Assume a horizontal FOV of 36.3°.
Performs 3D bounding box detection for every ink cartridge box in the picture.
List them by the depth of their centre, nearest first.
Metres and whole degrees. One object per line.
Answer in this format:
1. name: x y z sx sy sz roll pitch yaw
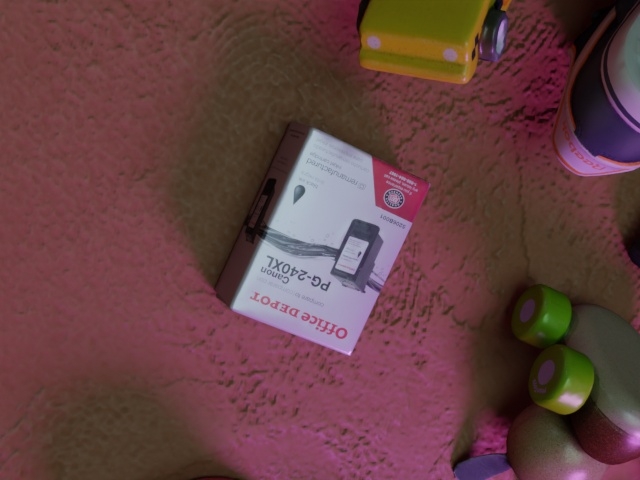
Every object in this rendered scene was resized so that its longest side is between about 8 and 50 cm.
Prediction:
1. ink cartridge box: 0.000 0.000 0.754 0.109 0.063 0.150 23 93 -21

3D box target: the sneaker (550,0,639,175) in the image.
1. sneaker: 0.290 -0.169 0.793 0.126 0.127 0.321 49 58 2

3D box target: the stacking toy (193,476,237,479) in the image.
1. stacking toy: -0.121 0.360 0.751 0.309 0.130 0.279 -29 108 -10

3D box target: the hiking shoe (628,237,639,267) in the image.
1. hiking shoe: 0.392 0.025 0.874 0.227 0.086 0.114 29 94 -20

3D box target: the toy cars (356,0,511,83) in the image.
1. toy cars: 0.187 -0.236 0.703 0.394 0.176 0.087 -23 138 -13

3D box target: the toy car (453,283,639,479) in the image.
1. toy car: 0.207 0.160 0.842 0.155 0.149 0.188 24 121 -17
